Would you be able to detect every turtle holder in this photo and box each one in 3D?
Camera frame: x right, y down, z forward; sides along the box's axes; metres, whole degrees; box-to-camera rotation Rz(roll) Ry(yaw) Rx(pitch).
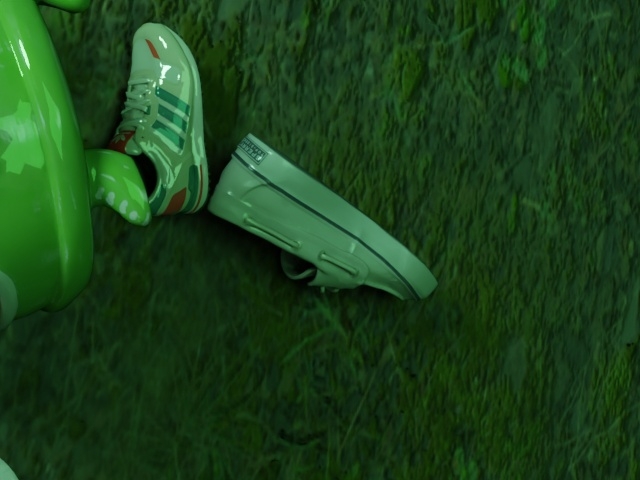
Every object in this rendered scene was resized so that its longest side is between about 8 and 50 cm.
[{"bbox_3d":[-0.271,-0.091,1.004,0.227,0.243,0.320,-16,106,-24],"label":"turtle holder"}]

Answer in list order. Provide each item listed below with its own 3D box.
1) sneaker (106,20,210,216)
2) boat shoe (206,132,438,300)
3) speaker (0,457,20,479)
[{"bbox_3d":[-0.137,-0.096,1.234,0.075,0.057,0.161,-12,96,-46],"label":"sneaker"},{"bbox_3d":[0.000,0.000,1.335,0.258,0.095,0.084,36,93,-37],"label":"boat shoe"},{"bbox_3d":[-0.277,0.209,1.084,0.136,0.055,0.055,-35,107,-37],"label":"speaker"}]
